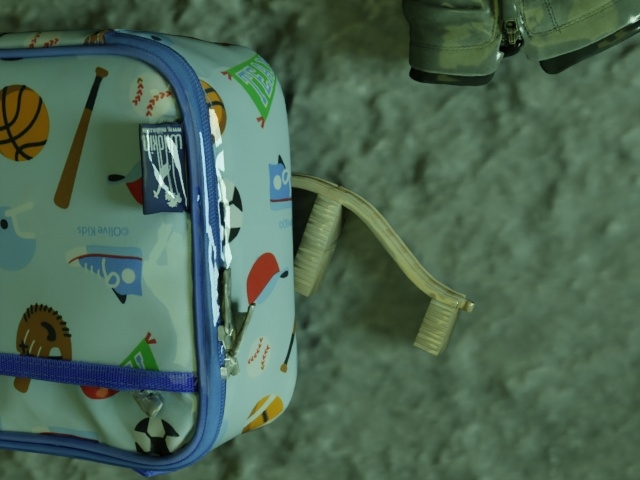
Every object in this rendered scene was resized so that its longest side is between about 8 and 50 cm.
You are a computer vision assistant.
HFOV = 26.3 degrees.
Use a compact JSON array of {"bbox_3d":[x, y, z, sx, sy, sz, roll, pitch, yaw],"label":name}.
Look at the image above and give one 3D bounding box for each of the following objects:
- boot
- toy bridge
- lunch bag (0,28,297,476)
[{"bbox_3d":[0.139,-0.178,0.680,0.246,0.083,0.161,-17,105,20],"label":"boot"},{"bbox_3d":[0.000,0.000,0.768,0.188,0.026,0.063,23,104,15],"label":"toy bridge"},{"bbox_3d":[-0.152,0.008,0.755,0.303,0.115,0.243,4,99,29],"label":"lunch bag"}]
